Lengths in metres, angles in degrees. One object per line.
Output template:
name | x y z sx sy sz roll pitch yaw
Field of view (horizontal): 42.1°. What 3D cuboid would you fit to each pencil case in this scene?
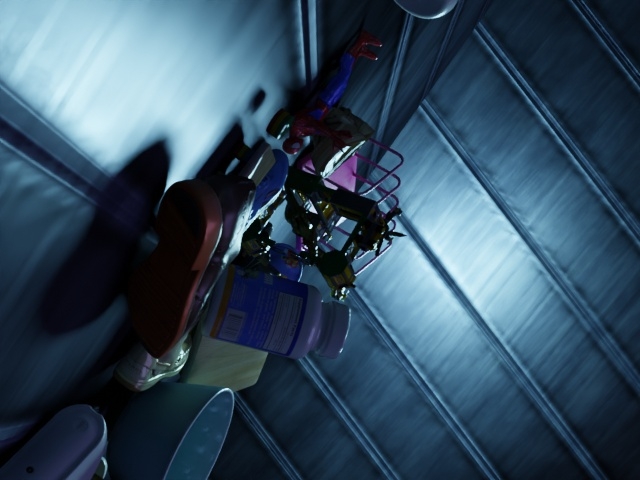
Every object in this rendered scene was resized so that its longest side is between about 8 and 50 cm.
pencil case | -0.118 0.071 2.072 0.306 0.119 0.133 166 -64 -83

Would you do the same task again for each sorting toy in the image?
sorting toy | -0.141 -0.097 1.374 0.274 0.046 0.132 -54 175 -4
sorting toy | -0.225 0.235 1.898 0.257 0.089 0.255 -10 129 -51

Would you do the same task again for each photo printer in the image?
photo printer | -0.488 0.429 1.406 0.307 0.107 0.256 -48 173 -47

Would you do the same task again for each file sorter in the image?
file sorter | 0.075 -0.086 2.009 0.202 0.182 0.291 -38 147 -33

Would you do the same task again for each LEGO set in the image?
LEGO set | 0.000 0.000 1.781 0.255 0.331 0.192 -66 152 -22

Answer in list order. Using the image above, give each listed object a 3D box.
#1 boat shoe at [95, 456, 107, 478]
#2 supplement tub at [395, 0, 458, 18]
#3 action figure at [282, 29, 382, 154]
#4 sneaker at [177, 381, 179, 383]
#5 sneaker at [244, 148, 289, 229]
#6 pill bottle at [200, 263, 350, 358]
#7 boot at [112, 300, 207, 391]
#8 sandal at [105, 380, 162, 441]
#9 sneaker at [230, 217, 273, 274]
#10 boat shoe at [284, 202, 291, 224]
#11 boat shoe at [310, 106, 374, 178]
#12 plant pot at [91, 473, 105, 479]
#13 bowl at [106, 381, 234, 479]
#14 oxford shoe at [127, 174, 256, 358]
boat shoe | -0.561 0.562 1.893 0.227 0.079 0.081 -50 -175 11
supplement tub | 0.210 -0.487 1.397 0.200 0.144 0.144 -52 175 -23
action figure | 0.044 -0.252 1.579 0.280 0.139 0.091 -50 173 -14
sneaker | -0.414 0.454 2.589 0.047 0.057 0.119 -55 177 -7
sneaker | -0.125 -0.085 1.487 0.209 0.069 0.082 -52 171 -15
pill bottle | -0.087 0.147 1.637 0.152 0.272 0.152 -165 -90 -79
boot | -0.286 0.169 1.629 0.203 0.095 0.262 -56 172 15
sandal | -0.398 0.376 1.878 0.167 0.107 0.446 -51 174 -32
sneaker | -0.153 0.058 1.847 0.101 0.106 0.267 105 9 -48
boat shoe | -0.020 -0.141 2.086 0.223 0.080 0.073 -53 165 -10
boat shoe | 0.025 -0.218 1.763 0.121 0.110 0.341 -43 -178 16
plant pot | -0.494 0.547 1.607 0.212 0.187 0.212 -41 170 -31
bowl | -0.322 0.416 1.707 0.311 0.163 0.311 21 90 -76
oxford shoe | -0.191 0.048 1.257 0.133 0.130 0.364 -21 153 -44
